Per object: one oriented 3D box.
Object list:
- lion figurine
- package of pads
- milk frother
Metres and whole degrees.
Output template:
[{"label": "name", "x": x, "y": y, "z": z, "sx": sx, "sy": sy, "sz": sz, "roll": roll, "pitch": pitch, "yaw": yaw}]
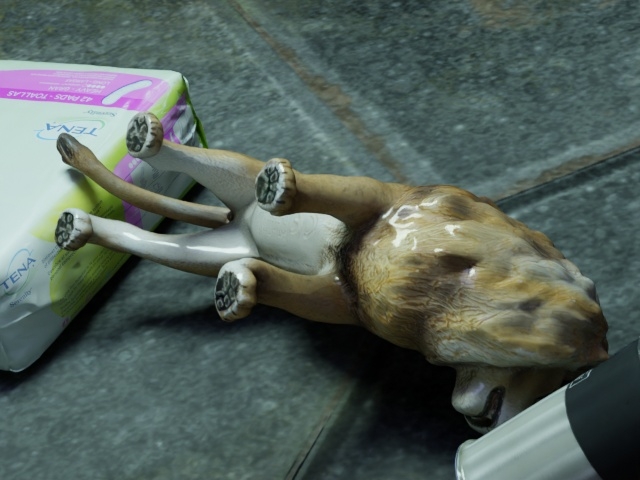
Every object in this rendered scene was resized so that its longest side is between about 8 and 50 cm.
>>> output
[{"label": "lion figurine", "x": 0.000, "y": 0.000, "z": 1.208, "sx": 0.240, "sy": 0.142, "sz": 0.392, "roll": 10, "pitch": 13, "yaw": -37}, {"label": "package of pads", "x": -0.244, "y": -0.028, "z": 1.385, "sx": 0.229, "sy": 0.101, "sz": 0.296, "roll": 8, "pitch": 39, "yaw": 29}, {"label": "milk frother", "x": 0.174, "y": 0.146, "z": 1.005, "sx": 0.135, "sy": 0.129, "sz": 0.143, "roll": -36, "pitch": 57, "yaw": 28}]
